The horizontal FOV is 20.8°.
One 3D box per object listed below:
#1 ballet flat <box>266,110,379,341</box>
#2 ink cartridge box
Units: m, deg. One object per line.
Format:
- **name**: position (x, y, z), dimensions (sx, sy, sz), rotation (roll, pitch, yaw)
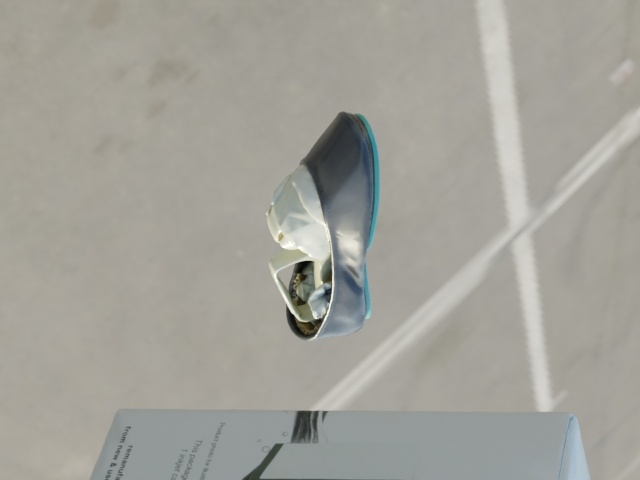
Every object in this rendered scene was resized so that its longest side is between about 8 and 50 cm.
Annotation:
- **ballet flat**: position (0.000, 0.000, 1.146), dimensions (0.074, 0.074, 0.203), rotation (-35, 150, -25)
- **ink cartridge box**: position (0.016, 0.147, 0.734), dimensions (0.086, 0.203, 0.148), rotation (-72, 153, -43)
